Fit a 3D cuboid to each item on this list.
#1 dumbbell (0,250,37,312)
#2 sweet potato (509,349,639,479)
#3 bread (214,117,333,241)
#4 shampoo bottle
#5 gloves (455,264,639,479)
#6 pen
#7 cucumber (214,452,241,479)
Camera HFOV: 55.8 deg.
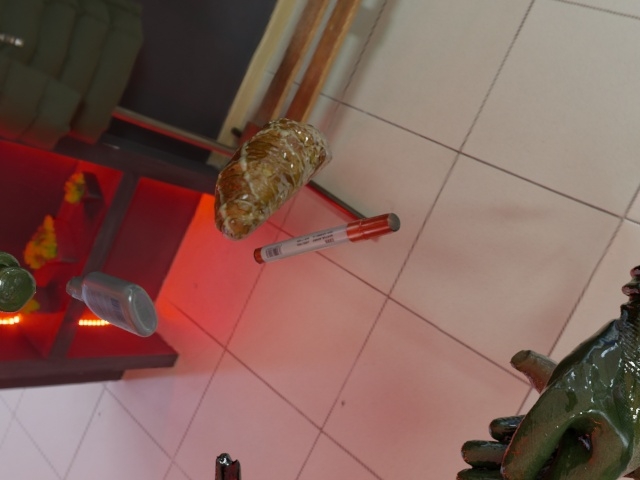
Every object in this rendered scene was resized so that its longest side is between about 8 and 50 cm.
[{"bbox_3d":[-0.357,0.045,0.682,0.118,0.046,0.052,16,69,53],"label":"dumbbell"},{"bbox_3d":[0.402,0.267,0.894,0.286,0.112,0.085,35,65,-1],"label":"sweet potato"},{"bbox_3d":[-0.049,-0.074,0.619,0.076,0.233,0.105,44,123,-4],"label":"bread"},{"bbox_3d":[-0.287,0.079,0.819,0.165,0.040,0.080,12,129,38],"label":"shampoo bottle"},{"bbox_3d":[0.218,0.138,0.494,0.268,0.135,0.107,-48,50,7],"label":"gloves"},{"bbox_3d":[0.000,0.000,0.787,0.239,0.028,0.028,-14,75,40],"label":"pen"},{"bbox_3d":[-0.102,0.294,0.666,0.033,0.034,0.134,11,101,14],"label":"cucumber"}]
